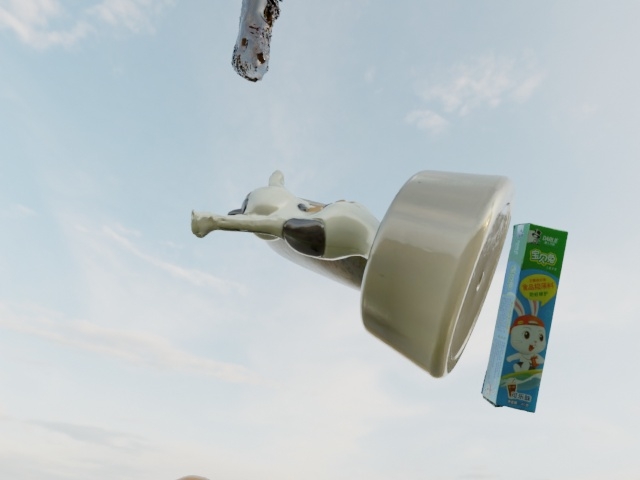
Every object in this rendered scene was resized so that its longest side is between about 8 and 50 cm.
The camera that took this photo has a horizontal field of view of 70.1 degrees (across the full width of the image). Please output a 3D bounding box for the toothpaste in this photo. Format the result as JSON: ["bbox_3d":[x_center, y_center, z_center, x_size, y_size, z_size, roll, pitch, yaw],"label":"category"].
[{"bbox_3d":[0.298,0.111,0.670,0.065,0.267,0.050,12,-3,-2],"label":"toothpaste"}]

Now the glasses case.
[{"bbox_3d":[0.000,0.000,0.886,0.425,0.098,0.157,19,-38,51],"label":"glasses case"}]

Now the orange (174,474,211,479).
[{"bbox_3d":[-0.134,0.283,0.464,0.083,0.084,0.084,5,-34,3],"label":"orange"}]

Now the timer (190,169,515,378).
[{"bbox_3d":[0.023,-0.006,0.435,0.265,0.175,0.175,20,-28,26],"label":"timer"}]

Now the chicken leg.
[{"bbox_3d":[-0.097,-0.319,0.701,0.063,0.234,0.105,9,-25,-9],"label":"chicken leg"}]
